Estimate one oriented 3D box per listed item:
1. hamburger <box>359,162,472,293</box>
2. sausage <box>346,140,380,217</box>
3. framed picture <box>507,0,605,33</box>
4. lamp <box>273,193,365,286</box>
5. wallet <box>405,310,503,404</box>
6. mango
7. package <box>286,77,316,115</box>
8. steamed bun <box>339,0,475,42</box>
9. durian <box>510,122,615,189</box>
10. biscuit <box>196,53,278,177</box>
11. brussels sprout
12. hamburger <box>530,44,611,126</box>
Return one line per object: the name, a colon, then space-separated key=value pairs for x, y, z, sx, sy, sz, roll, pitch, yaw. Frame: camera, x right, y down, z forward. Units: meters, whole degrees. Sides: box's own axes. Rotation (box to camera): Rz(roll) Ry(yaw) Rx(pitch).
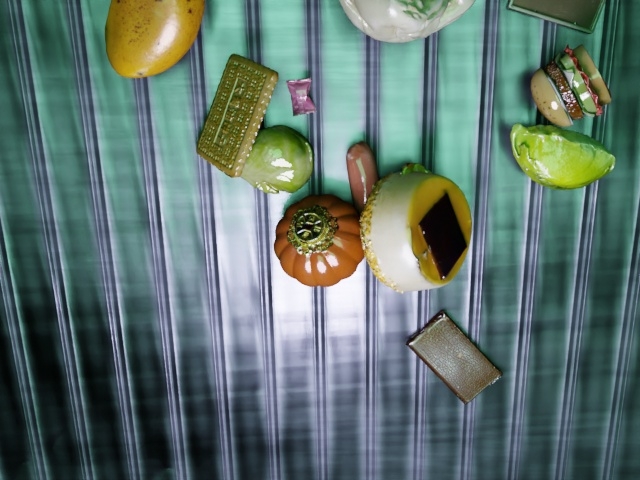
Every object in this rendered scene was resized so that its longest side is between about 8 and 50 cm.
hamburger: x=0.208 y=-0.023 z=1.282 sx=0.179 sy=0.294 sz=0.276 roll=0 pitch=129 yaw=46
sausage: x=0.105 y=-0.136 z=1.343 sx=0.077 sy=0.077 sz=0.194 roll=-12 pitch=104 yaw=4
framed picture: x=0.531 y=-0.557 z=1.252 sx=0.203 sy=0.015 sz=0.150 roll=15 pitch=105 yaw=-3
lamp: x=0.000 y=0.000 z=1.320 sx=0.223 sy=0.196 sz=0.223 roll=-5 pitch=71 yaw=14
wallet: x=0.348 y=0.307 z=1.485 sx=0.133 sy=0.039 sz=0.243 roll=-44 pitch=101 yaw=5
mango: x=-0.354 y=-0.476 z=1.212 sx=0.191 sy=0.160 sz=0.290 roll=24 pitch=109 yaw=-15
package: x=-0.043 y=-0.331 z=1.313 sx=0.059 sy=0.029 sz=0.083 roll=-7 pitch=114 yaw=6
steamed bun: x=0.144 y=-0.569 z=1.140 sx=0.346 sy=0.237 sz=0.394 roll=36 pitch=69 yaw=-35
durian: x=0.544 y=-0.190 z=1.310 sx=0.250 sy=0.101 sz=0.139 roll=11 pitch=107 yaw=-1
biscuit: x=-0.195 y=-0.278 z=1.273 sx=0.172 sy=0.029 sz=0.254 roll=33 pitch=107 yaw=37
brussels sprout: x=-0.103 y=-0.193 z=1.305 sx=0.183 sy=0.131 sz=0.145 roll=16 pitch=128 yaw=-3
hamburger: x=0.536 y=-0.329 z=1.243 sx=0.137 sy=0.175 sz=0.175 roll=-28 pitch=104 yaw=22
